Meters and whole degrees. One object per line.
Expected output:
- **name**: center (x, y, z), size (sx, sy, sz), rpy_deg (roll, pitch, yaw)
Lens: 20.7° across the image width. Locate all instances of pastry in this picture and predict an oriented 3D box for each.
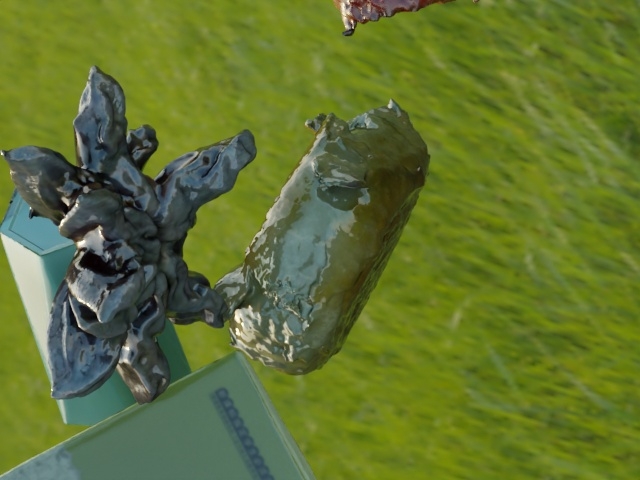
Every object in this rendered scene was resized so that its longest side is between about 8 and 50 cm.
- **pastry**: center (0.000, 0.000, 1.547), size (0.236, 0.121, 0.257), rpy_deg (-65, -6, 28)

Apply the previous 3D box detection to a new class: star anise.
- **star anise**: center (-0.148, 0.008, 1.361), size (0.129, 0.212, 0.283), rpy_deg (15, 114, 29)

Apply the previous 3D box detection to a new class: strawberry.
- **strawberry**: center (0.072, -0.216, 1.376), size (0.145, 0.145, 0.086), rpy_deg (-17, 90, 49)

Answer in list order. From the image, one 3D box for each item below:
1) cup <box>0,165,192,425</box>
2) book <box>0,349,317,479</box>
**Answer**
- **cup**: center (-0.211, 0.047, 1.617), size (0.148, 0.134, 0.236), rpy_deg (-121, 14, -45)
- **book**: center (-0.157, 0.271, 1.469), size (0.352, 0.035, 0.239), rpy_deg (-29, 91, 16)
